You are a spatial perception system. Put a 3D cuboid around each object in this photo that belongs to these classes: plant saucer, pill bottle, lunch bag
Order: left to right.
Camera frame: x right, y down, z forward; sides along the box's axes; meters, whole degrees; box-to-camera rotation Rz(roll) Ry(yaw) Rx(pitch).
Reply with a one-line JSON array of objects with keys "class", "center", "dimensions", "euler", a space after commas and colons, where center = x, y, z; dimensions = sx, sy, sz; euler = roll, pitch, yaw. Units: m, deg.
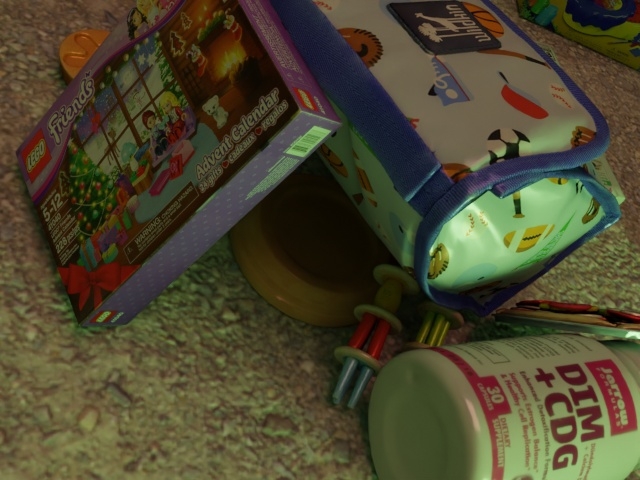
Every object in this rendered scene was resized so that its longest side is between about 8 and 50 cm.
[{"class": "plant saucer", "center": [0.000, 0.000, 0.840], "dimensions": [0.200, 0.037, 0.199], "euler": [15, 51, -19]}, {"class": "lunch bag", "center": [0.107, -0.117, 0.751], "dimensions": [0.327, 0.239, 0.385], "euler": [56, 18, 24]}, {"class": "pill bottle", "center": [0.203, 0.173, 0.736], "dimensions": [0.283, 0.160, 0.160], "euler": [-2, 57, -30]}]

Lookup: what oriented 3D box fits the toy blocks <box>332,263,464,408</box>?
[{"class": "toy blocks", "center": [0.075, 0.117, 0.777], "dimensions": [0.123, 0.054, 0.148], "euler": [39, 63, -22]}]

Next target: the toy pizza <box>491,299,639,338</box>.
[{"class": "toy pizza", "center": [0.291, 0.086, 0.839], "dimensions": [0.201, 0.201, 0.032], "euler": [9, 85, -23]}]

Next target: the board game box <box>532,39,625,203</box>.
[{"class": "board game box", "center": [0.263, -0.164, 1.072], "dimensions": [0.224, 0.097, 0.303], "euler": [7, 52, -24]}]

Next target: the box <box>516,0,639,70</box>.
[{"class": "box", "center": [0.547, -0.500, 1.360], "dimensions": [0.290, 0.279, 0.177], "euler": [18, 49, -16]}]

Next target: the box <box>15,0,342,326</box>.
[{"class": "box", "center": [-0.140, -0.086, 0.655], "dimensions": [0.057, 0.293, 0.200], "euler": [7, 49, -53]}]

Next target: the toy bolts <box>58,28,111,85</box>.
[{"class": "toy bolts", "center": [-0.157, -0.180, 0.805], "dimensions": [0.219, 0.158, 0.228], "euler": [9, 53, -24]}]
